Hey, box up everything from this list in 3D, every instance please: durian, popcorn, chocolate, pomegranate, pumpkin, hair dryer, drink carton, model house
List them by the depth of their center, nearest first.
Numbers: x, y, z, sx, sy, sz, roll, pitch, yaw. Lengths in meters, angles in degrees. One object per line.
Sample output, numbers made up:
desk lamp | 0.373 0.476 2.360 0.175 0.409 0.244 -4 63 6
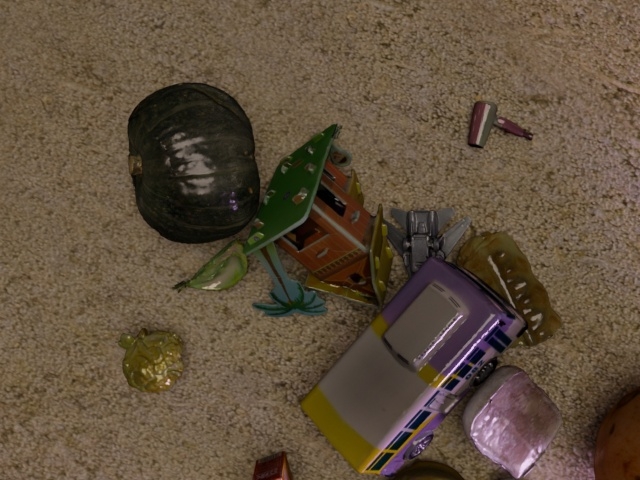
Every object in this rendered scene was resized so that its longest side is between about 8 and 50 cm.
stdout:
pomegranate | 0.769 0.477 1.439 0.411 0.411 0.412 0 86 -3
drink carton | -0.095 0.516 1.464 0.071 0.223 0.096 -17 87 -3
pumpkin | -0.270 -0.160 1.480 0.257 0.291 0.328 -9 74 -25
chocolate | 0.400 0.378 1.509 0.185 0.100 0.303 -46 132 -1
popcorn | -0.359 0.256 1.513 0.141 0.135 0.162 -27 100 16
durian | -0.229 0.058 1.544 0.215 0.100 0.086 -39 61 27
model house | 0.000 0.000 1.563 0.323 0.340 0.300 40 43 -22
hair dryer | 0.423 -0.258 1.641 0.154 0.054 0.106 11 90 -7

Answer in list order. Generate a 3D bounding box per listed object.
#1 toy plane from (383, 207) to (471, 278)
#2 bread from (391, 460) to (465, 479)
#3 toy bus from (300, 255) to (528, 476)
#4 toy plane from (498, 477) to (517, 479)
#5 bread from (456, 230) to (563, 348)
toy plane | 0.228 0.060 1.583 0.212 0.088 0.267 1 88 20
bread | 0.229 0.617 1.516 0.269 0.148 0.270 0 84 0
toy bus | 0.190 0.248 1.435 0.440 0.249 0.209 -48 58 5
toy plane | 0.462 0.606 1.494 0.244 0.245 0.117 31 122 -1
bread | 0.409 0.106 1.572 0.152 0.130 0.268 -28 86 -3
